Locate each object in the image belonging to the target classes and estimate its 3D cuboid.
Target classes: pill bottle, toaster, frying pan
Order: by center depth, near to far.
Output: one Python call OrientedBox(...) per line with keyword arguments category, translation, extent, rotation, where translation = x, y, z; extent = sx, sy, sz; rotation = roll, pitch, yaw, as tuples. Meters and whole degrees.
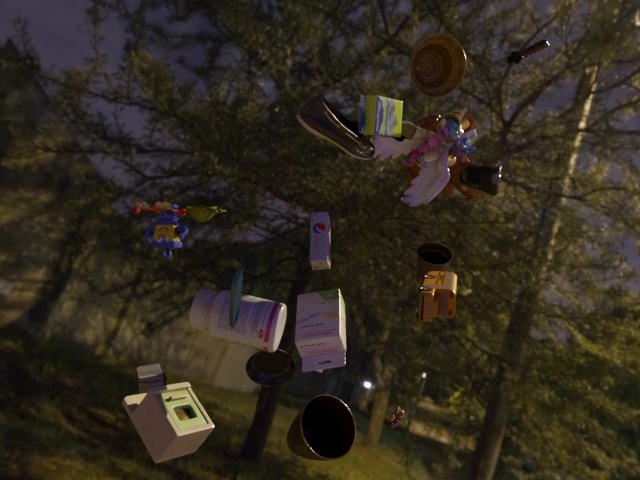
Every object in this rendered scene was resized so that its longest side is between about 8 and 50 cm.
OrientedBox(category="pill bottle", translation=(-0.264, 0.250, 1.712), extent=(0.283, 0.160, 0.160), rotation=(13, -15, 7))
OrientedBox(category="toaster", translation=(-0.658, 0.591, 2.081), extent=(0.110, 0.168, 0.186), rotation=(-3, 7, -23))
OrientedBox(category="frying pan", translation=(-0.187, 0.548, 2.125), extent=(0.197, 0.053, 0.326), rotation=(-8, -59, 0))

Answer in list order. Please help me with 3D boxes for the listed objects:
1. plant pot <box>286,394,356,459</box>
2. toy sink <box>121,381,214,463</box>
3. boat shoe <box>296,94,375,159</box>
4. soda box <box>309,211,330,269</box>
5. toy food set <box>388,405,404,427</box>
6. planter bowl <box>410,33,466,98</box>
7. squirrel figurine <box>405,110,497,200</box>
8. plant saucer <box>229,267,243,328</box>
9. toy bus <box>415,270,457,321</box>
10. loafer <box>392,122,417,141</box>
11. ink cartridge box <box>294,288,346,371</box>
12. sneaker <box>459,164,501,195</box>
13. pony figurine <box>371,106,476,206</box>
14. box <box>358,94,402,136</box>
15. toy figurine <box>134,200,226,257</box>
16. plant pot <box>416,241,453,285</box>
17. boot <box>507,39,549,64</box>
OrientedBox(category="plant pot", translation=(-0.025, 0.688, 1.891), extent=(0.215, 0.215, 0.230), rotation=(24, -40, -17))
OrientedBox(category="toy sink", translation=(-0.454, 0.513, 1.589), extent=(0.234, 0.131, 0.153), rotation=(46, 18, 29))
OrientedBox(category="boat shoe", translation=(0.076, -0.334, 1.601), extent=(0.335, 0.112, 0.095), rotation=(16, -51, -45))
OrientedBox(category="soda box", translation=(0.000, 0.000, 1.997), extent=(0.069, 0.216, 0.074), rotation=(-4, -32, 8))
OrientedBox(category="toy food set", translation=(0.271, 0.636, 1.901), extent=(0.019, 0.078, 0.122), rotation=(34, -8, 30))
OrientedBox(category="planter bowl", translation=(0.405, -0.626, 1.915), extent=(0.217, 0.217, 0.090), rotation=(25, 10, -21))
OrientedBox(category="squirrel figurine", translation=(0.565, -0.352, 2.294), extent=(0.370, 0.281, 0.397), rotation=(49, -17, 48))
OrientedBox(category="plant saucer", translation=(-0.230, 0.158, 1.443), extent=(0.018, 0.067, 0.192), rotation=(14, -46, 0))
OrientedBox(category="toy bus", translation=(0.425, 0.200, 1.934), extent=(0.130, 0.108, 0.333), rotation=(5, 11, 14))
OrientedBox(category="loafer", translation=(0.241, -0.342, 1.695), extent=(0.056, 0.050, 0.148), rotation=(20, -8, -37))
OrientedBox(category="ink cartridge box", translation=(0.001, 0.389, 2.342), extent=(0.207, 0.353, 0.119), rotation=(-10, -50, 9))
OrientedBox(category="sneaker", translation=(0.535, -0.202, 1.783), extent=(0.106, 0.101, 0.267), rotation=(7, 4, 5))
OrientedBox(category="pony figurine", translation=(0.390, -0.319, 1.864), extent=(0.303, 0.351, 0.363), rotation=(54, 20, 10))
OrientedBox(category="box", translation=(0.174, -0.353, 1.518), extent=(0.042, 0.109, 0.178), rotation=(9, 11, 35))
OrientedBox(category="toy figurine", translation=(-0.575, -0.033, 2.144), extent=(0.362, 0.217, 0.191), rotation=(3, -7, 15))
OrientedBox(category="plant pot", translation=(0.515, 0.122, 2.469), extent=(0.167, 0.167, 0.165), rotation=(16, -51, 16))
OrientedBox(category="boot", translation=(0.591, -0.533, 1.489), extent=(0.114, 0.037, 0.106), rotation=(-22, 14, 7))
